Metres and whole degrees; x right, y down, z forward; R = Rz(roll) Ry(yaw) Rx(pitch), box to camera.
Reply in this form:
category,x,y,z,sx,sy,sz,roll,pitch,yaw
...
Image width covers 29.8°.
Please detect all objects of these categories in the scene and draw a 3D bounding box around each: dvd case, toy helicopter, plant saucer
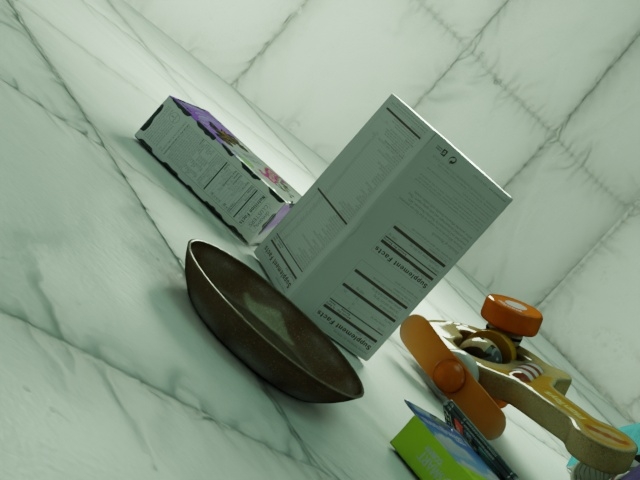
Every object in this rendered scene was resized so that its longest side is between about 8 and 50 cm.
category,x,y,z,sx,sy,sz,roll,pitch,yaw
dvd case,0.161,0.224,1.190,0.119,0.013,0.087,50,-20,46
toy helicopter,0.245,0.185,1.510,0.235,0.140,0.355,10,16,-38
plant saucer,-0.047,0.077,1.028,0.198,0.036,0.198,42,7,-7

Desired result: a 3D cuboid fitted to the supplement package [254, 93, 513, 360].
category,x,y,z,sx,sy,sz,roll,pitch,yaw
supplement package,0.065,-0.015,1.337,0.134,0.244,0.139,37,9,-30

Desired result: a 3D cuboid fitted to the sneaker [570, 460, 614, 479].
category,x,y,z,sx,sy,sz,roll,pitch,yaw
sneaker,0.436,0.386,1.688,0.222,0.083,0.118,34,-14,4

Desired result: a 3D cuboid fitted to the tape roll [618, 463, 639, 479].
category,x,y,z,sx,sy,sz,roll,pitch,yaw
tape roll,0.176,0.223,0.728,0.080,0.189,0.189,44,7,10

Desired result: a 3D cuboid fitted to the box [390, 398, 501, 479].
category,x,y,z,sx,sy,sz,roll,pitch,yaw
box,0.137,0.227,1.084,0.109,0.042,0.178,36,8,-44

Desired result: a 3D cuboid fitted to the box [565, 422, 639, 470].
category,x,y,z,sx,sy,sz,roll,pitch,yaw
box,0.450,0.316,1.714,0.100,0.060,0.244,33,-19,-3

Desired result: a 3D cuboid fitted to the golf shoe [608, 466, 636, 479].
category,x,y,z,sx,sy,sz,roll,pitch,yaw
golf shoe,0.343,0.316,1.384,0.273,0.120,0.105,112,-28,-74

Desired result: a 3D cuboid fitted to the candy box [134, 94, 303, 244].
category,x,y,z,sx,sy,sz,roll,pitch,yaw
candy box,-0.113,-0.082,1.484,0.196,0.070,0.165,42,7,9
